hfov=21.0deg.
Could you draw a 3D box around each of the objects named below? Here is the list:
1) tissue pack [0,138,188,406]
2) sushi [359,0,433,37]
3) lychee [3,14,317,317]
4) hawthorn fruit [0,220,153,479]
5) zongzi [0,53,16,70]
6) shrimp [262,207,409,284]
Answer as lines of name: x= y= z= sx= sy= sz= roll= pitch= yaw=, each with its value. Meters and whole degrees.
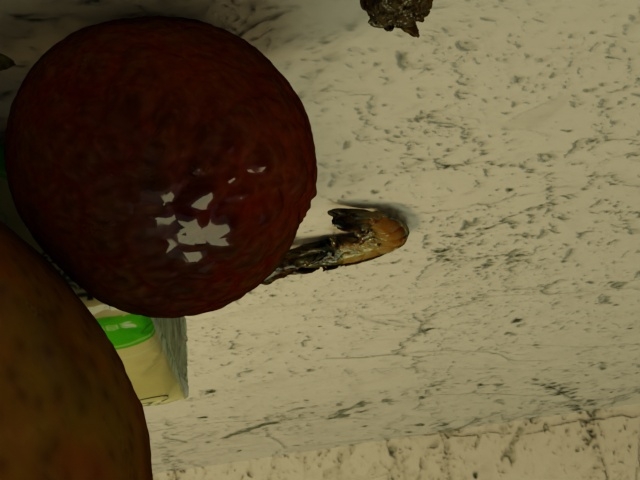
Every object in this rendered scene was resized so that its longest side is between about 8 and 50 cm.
tissue pack: x=-0.345 y=0.052 z=1.661 sx=0.405 sy=0.205 sz=0.332 roll=-6 pitch=160 yaw=1
sushi: x=0.058 y=-0.189 z=1.299 sx=0.052 sy=0.055 sz=0.120 roll=-10 pitch=164 yaw=-6
lychee: x=-0.124 y=-0.062 z=1.357 sx=0.255 sy=0.255 sz=0.300 roll=7 pitch=-165 yaw=-33
hawthorn fruit: x=-0.355 y=0.185 z=1.304 sx=0.471 sy=0.472 sz=0.472 roll=-5 pitch=162 yaw=-2
zongzi: x=-0.391 y=-0.138 z=1.196 sx=0.300 sy=0.138 sz=0.286 roll=-11 pitch=161 yaw=5
shrimp: x=0.001 y=0.003 z=1.894 sx=0.195 sy=0.035 sz=0.148 roll=-14 pitch=164 yaw=2
